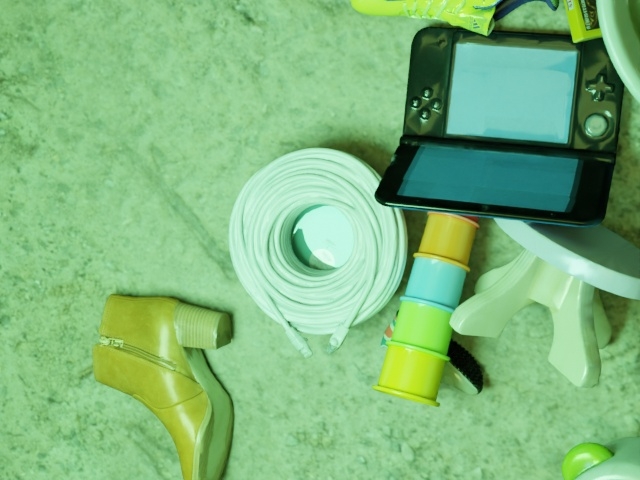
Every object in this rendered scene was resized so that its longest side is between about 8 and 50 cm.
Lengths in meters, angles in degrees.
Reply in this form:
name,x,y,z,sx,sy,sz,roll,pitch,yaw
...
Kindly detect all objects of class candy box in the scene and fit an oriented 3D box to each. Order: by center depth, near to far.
name,x,y,z,sx,sy,sz,roll,pitch,yaw
candy box,0.352,-0.367,1.492,0.105,0.027,0.206,-15,92,-24

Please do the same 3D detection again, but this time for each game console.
name,x,y,z,sx,sy,sz,roll,pitch,yaw
game console,0.236,-0.155,1.494,0.293,0.173,0.250,6,93,15

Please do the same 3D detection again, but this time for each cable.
name,x,y,z,sx,sy,sz,roll,pitch,yaw
cable,0.000,0.000,1.608,0.257,0.089,0.257,46,105,8

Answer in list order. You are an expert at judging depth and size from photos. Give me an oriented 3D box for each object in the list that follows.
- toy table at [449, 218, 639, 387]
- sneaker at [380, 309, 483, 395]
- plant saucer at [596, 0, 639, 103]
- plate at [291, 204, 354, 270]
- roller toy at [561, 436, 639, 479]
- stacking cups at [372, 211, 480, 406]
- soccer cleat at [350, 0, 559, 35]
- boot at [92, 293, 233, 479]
name,x,y,z,sx,sy,sz,roll,pitch,yaw
toy table,0.299,0.059,1.480,0.252,0.274,0.161,12,110,-19
sneaker,0.155,0.171,1.627,0.161,0.057,0.075,40,120,9
plant saucer,0.505,-0.285,1.252,0.400,0.100,0.401,3,103,13
plate,0.015,0.004,1.662,0.188,0.024,0.188,2,96,16
roller toy,0.416,0.365,1.514,0.191,0.146,0.210,6,103,25
stacking cups,0.152,0.059,1.552,0.096,0.096,0.316,13,84,15
soccer cleat,0.180,-0.329,1.543,0.289,0.093,0.121,-9,94,17
boot,-0.244,0.230,1.732,0.211,0.104,0.295,4,92,22
